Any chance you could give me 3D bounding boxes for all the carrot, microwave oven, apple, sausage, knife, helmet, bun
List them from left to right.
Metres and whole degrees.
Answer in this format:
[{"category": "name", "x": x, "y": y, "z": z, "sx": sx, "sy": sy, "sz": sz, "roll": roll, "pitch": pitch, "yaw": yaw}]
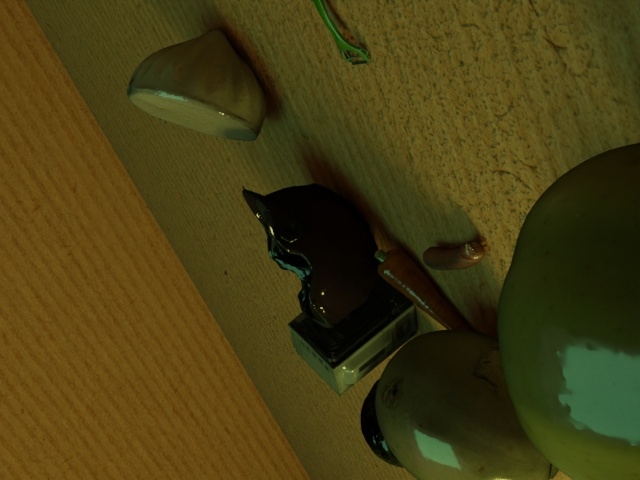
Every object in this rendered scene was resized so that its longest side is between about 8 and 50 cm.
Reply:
[{"category": "bun", "x": -0.213, "y": -0.300, "z": 1.966, "sx": 0.263, "sy": 0.175, "sz": 0.263, "roll": 16, "pitch": 175, "yaw": 1}, {"category": "helmet", "x": 0.000, "y": 0.000, "z": 1.967, "sx": 0.305, "sy": 0.177, "sz": 0.225, "roll": 63, "pitch": 173, "yaw": 1}, {"category": "knife", "x": 0.015, "y": -0.324, "z": 1.544, "sx": 0.166, "sy": 0.022, "sz": 0.078, "roll": 57, "pitch": 157, "yaw": -19}, {"category": "microwave oven", "x": 0.065, "y": 0.170, "z": 2.075, "sx": 0.162, "sy": 0.208, "sz": 0.122, "roll": 42, "pitch": 160, "yaw": 31}, {"category": "carrot", "x": 0.195, "y": 0.103, "z": 1.895, "sx": 0.256, "sy": 0.061, "sz": 0.061, "roll": 42, "pitch": 162, "yaw": 2}, {"category": "sausage", "x": 0.212, "y": 0.024, "z": 1.696, "sx": 0.047, "sy": 0.040, "sz": 0.177, "roll": 61, "pitch": 162, "yaw": -6}, {"category": "apple", "x": 0.347, "y": 0.080, "z": 0.986, "sx": 0.357, "sy": 0.357, "sz": 0.357, "roll": 46, "pitch": 162, "yaw": 20}]

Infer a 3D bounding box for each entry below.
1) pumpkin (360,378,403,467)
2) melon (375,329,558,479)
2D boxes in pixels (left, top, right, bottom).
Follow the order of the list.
[{"category": "pumpkin", "x": 0.182, "y": 0.326, "z": 2.055, "sx": 0.159, "sy": 0.238, "sz": 0.238, "roll": 54, "pitch": 163, "yaw": -17}, {"category": "melon", "x": 0.251, "y": 0.288, "z": 1.743, "sx": 0.330, "sy": 0.268, "sz": 0.268, "roll": 32, "pitch": 156, "yaw": 27}]
